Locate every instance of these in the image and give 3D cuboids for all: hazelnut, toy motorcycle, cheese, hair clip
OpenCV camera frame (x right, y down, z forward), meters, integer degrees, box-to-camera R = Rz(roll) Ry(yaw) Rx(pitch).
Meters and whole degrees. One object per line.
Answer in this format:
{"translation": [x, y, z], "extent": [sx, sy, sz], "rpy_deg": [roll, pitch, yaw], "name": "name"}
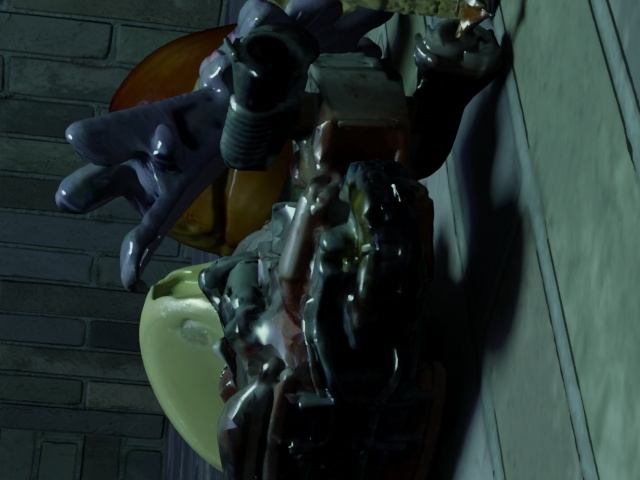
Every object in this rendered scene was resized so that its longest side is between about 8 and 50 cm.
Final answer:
{"translation": [-0.058, -0.089, 1.209], "extent": [0.208, 0.208, 0.208], "rpy_deg": [-175, 90, -82], "name": "hazelnut"}
{"translation": [0.011, -0.003, 0.768], "extent": [0.207, 0.134, 0.401], "rpy_deg": [-102, 17, -47], "name": "toy motorcycle"}
{"translation": [-0.034, 0.120, 1.002], "extent": [0.064, 0.137, 0.227], "rpy_deg": [-40, -64, -43], "name": "cheese"}
{"translation": [-0.058, -0.087, 0.975], "extent": [0.278, 0.090, 0.137], "rpy_deg": [-46, -12, -35], "name": "hair clip"}

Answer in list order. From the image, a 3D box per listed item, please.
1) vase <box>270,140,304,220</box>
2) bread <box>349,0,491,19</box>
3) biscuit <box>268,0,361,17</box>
{"translation": [0.000, 0.000, 1.002], "extent": [0.219, 0.096, 0.096], "rpy_deg": [107, 166, -44], "name": "vase"}
{"translation": [0.059, -0.167, 0.705], "extent": [0.152, 0.077, 0.105], "rpy_deg": [147, 132, -84], "name": "bread"}
{"translation": [0.021, -0.284, 1.021], "extent": [0.378, 0.094, 0.054], "rpy_deg": [106, 167, -50], "name": "biscuit"}
